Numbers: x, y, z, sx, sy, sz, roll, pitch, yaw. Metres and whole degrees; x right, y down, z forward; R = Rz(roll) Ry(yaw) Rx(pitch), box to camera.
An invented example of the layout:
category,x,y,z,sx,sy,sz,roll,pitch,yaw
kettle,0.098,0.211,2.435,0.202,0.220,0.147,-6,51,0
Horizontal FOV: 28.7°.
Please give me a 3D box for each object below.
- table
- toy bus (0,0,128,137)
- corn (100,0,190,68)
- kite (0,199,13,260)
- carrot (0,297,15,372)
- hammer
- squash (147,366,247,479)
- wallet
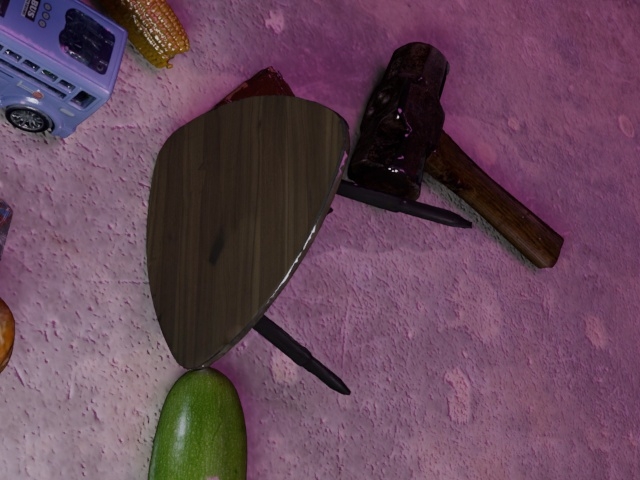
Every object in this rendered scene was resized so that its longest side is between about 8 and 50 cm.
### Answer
category,x,y,z,sx,sy,sz,roll,pitch,yaw
table,0.000,0.000,1.406,0.249,0.317,0.317,24,57,-41
toy bus,-0.352,-0.230,1.296,0.292,0.133,0.125,29,55,-31
corn,-0.231,-0.296,1.486,0.207,0.068,0.068,52,45,-11
kite,-0.434,-0.052,1.228,0.285,0.015,0.152,42,46,-25
carrot,-0.352,0.090,1.097,0.159,0.225,0.159,15,67,-39
hammer,0.213,-0.078,1.807,0.409,0.095,0.242,39,49,-31
squash,-0.131,0.307,1.285,0.107,0.107,0.395,24,58,-34
wallet,-0.085,-0.150,1.587,0.095,0.026,0.176,56,46,-11
